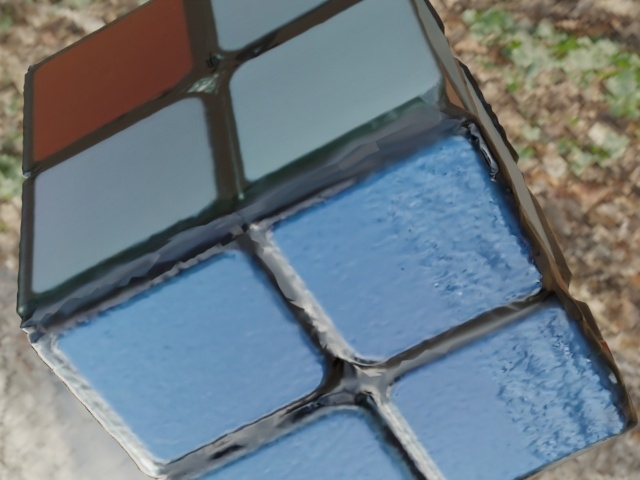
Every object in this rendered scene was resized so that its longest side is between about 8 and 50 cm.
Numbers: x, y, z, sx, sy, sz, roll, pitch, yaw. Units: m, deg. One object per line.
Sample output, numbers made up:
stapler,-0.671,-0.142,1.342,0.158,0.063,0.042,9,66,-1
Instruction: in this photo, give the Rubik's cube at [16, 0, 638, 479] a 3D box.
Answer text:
Rubik's cube,-0.001,0.000,0.574,0.167,0.180,0.183,-26,128,9
